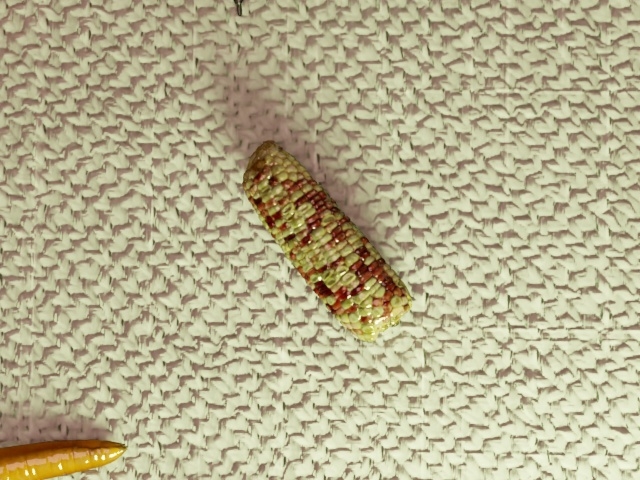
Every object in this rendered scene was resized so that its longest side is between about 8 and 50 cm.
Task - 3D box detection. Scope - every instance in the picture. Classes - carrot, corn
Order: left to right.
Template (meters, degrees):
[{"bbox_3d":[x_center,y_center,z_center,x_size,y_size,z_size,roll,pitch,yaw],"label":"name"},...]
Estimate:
[{"bbox_3d":[-0.354,0.263,1.911,0.271,0.062,0.066,-25,54,-1],"label":"carrot"},{"bbox_3d":[0.000,0.000,1.881,0.086,0.086,0.253,-39,86,2],"label":"corn"}]

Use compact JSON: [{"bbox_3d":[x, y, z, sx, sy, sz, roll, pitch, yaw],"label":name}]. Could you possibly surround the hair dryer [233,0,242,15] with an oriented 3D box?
[{"bbox_3d":[-0.108,-0.296,1.930,0.079,0.031,0.083,-4,96,14],"label":"hair dryer"}]
